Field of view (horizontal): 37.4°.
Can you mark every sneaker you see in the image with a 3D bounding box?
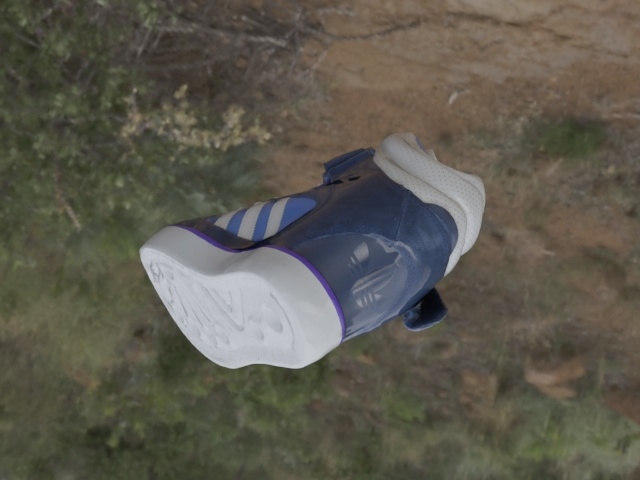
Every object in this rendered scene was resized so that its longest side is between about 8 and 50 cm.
[{"bbox_3d":[0.000,0.000,0.820,0.323,0.236,0.130,2,122,60],"label":"sneaker"}]
